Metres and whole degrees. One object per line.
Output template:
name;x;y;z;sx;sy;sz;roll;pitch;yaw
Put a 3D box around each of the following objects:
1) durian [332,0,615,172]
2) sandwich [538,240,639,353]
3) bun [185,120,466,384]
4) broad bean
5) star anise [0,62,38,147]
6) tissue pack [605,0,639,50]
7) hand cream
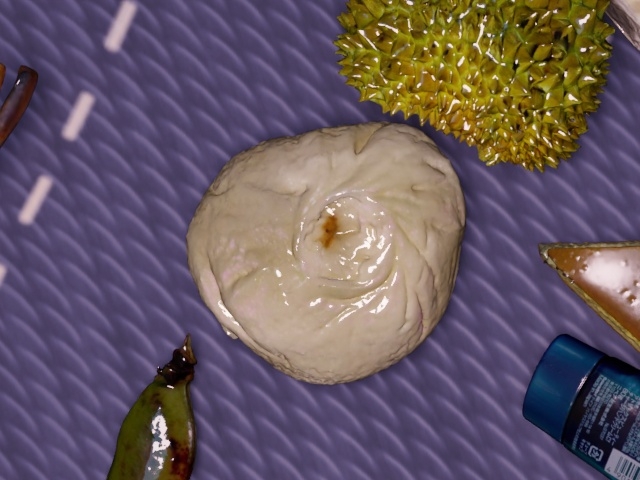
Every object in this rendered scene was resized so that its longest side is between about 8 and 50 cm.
durian;0.134;-0.174;1.165;0.237;0.200;0.176;36;119;15
sandwich;0.299;0.061;1.184;0.244;0.090;0.088;43;93;5
bun;0.000;0.000;1.185;0.243;0.153;0.244;-1;82;7
broad bean;-0.170;0.241;1.226;0.077;0.061;0.339;24;88;13
star anise;-0.373;-0.034;1.218;0.346;0.148;0.237;-35;87;12
tissue pack;0.309;-0.275;1.202;0.196;0.092;0.148;-41;85;2
hand cream;0.291;0.176;1.140;0.270;0.061;0.120;32;112;30
